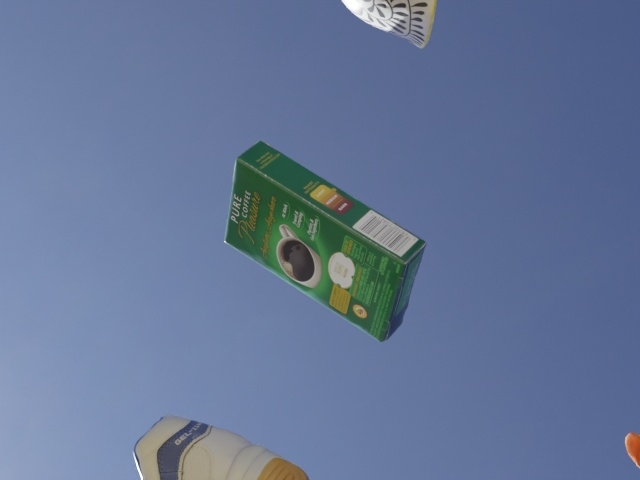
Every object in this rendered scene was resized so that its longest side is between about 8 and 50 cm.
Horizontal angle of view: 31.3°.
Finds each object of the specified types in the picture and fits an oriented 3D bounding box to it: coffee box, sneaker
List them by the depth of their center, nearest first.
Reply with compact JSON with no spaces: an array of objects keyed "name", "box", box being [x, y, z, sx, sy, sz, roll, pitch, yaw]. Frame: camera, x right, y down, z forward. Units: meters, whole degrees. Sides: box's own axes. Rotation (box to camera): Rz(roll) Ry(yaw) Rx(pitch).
[{"name":"sneaker","box":[-0.107,0.254,0.869,0.131,0.112,0.296,28,-63,15]},{"name":"coffee box","box":[0.000,0.000,1.018,0.184,0.040,0.113,31,-41,19]}]

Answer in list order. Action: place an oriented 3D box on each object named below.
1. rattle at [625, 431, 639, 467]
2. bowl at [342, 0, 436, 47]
[{"name":"rattle","box":[0.352,0.242,0.942,0.200,0.142,0.130,32,-62,-17]},{"name":"bowl","box":[0.039,-0.224,0.816,0.080,0.170,0.170,2,-71,-1]}]
